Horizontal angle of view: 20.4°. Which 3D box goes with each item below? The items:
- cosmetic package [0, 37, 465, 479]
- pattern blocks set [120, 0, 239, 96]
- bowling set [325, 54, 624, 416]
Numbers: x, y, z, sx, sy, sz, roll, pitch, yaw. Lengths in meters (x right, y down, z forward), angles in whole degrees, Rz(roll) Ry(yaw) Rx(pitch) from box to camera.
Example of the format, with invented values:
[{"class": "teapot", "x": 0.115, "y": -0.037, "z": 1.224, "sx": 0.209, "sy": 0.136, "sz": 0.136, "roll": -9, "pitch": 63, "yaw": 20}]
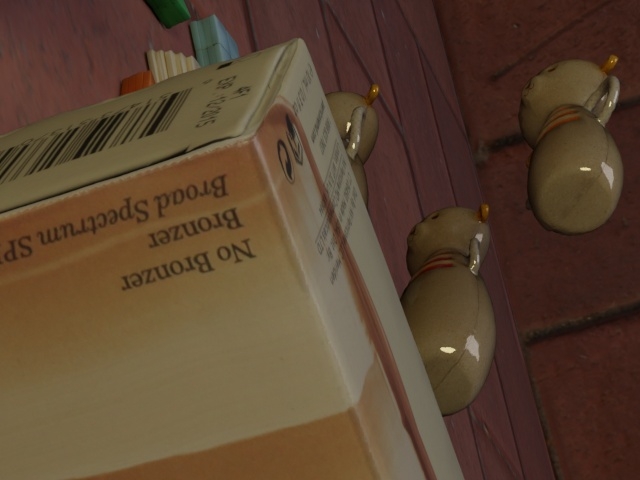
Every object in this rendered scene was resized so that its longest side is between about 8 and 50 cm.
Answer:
[{"class": "cosmetic package", "x": -0.030, "y": 0.098, "z": 0.636, "sx": 0.129, "sy": 0.153, "sz": 0.296, "roll": -74, "pitch": 144, "yaw": -68}, {"class": "pattern blocks set", "x": -0.050, "y": -0.009, "z": 1.031, "sx": 0.285, "sy": 0.026, "sz": 0.325, "roll": 37, "pitch": 37, "yaw": -72}, {"class": "bowling set", "x": 0.000, "y": 0.000, "z": 0.832, "sx": 0.200, "sy": 0.287, "sz": 0.154, "roll": 30, "pitch": 25, "yaw": -9}]
